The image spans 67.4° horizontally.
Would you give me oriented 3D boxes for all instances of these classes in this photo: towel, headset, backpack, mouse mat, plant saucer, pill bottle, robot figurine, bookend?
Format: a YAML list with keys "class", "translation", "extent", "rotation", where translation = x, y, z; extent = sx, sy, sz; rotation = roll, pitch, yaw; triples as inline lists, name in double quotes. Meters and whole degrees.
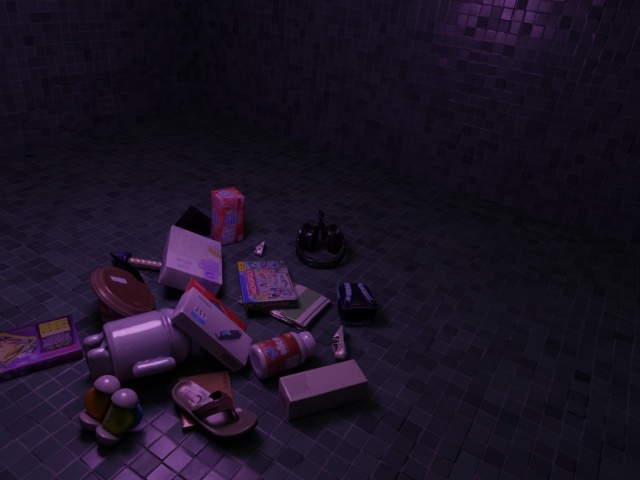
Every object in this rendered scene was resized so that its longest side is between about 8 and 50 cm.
- class: "towel"
  translation: [-0.144, 0.249, 1.998]
  extent: [0.324, 0.038, 0.248]
  rotation: [19, 31, 23]
- class: "headset"
  translation: [0.000, 0.000, 2.397]
  extent: [0.243, 0.185, 0.394]
  rotation: [2, 45, -1]
- class: "backpack"
  translation: [0.140, 0.252, 1.966]
  extent: [0.158, 0.117, 0.173]
  rotation: [0, 31, -11]
- class: "mouse mat"
  translation: [-0.779, 0.132, 1.959]
  extent: [0.189, 0.153, 0.007]
  rotation: [26, 54, 29]
- class: "plant saucer"
  translation: [-0.730, 0.193, 1.801]
  extent: [0.278, 0.041, 0.278]
  rotation: [42, 8, -8]
- class: "pill bottle"
  translation: [-0.129, 0.390, 1.671]
  extent: [0.216, 0.121, 0.121]
  rotation: [-14, 36, -31]
- class: "robot figurine"
  translation: [-0.580, 0.342, 1.584]
  extent: [0.353, 0.200, 0.300]
  rotation: [-13, 36, -30]
- class: "bookend"
  translation: [-0.623, -0.067, 2.385]
  extent: [0.072, 0.156, 0.157]
  rotation: [37, -3, 41]

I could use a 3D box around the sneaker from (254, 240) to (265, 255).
- class: "sneaker"
  translation: [-0.295, 0.034, 2.330]
  extent: [0.043, 0.040, 0.109]
  rotation: [5, 30, 2]

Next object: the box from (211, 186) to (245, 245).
- class: "box"
  translation: [-0.454, -0.118, 2.341]
  extent: [0.128, 0.257, 0.122]
  rotation: [-15, 38, -32]

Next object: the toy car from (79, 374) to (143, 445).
- class: "toy car"
  translation: [-0.598, 0.493, 1.407]
  extent: [0.182, 0.159, 0.136]
  rotation: [23, -3, 27]

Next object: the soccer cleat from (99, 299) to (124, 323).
- class: "soccer cleat"
  translation: [-0.815, 0.190, 1.879]
  extent: [0.108, 0.116, 0.318]
  rotation: [-6, 32, -19]

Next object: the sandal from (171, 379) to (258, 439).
- class: "sandal"
  translation: [-0.328, 0.497, 1.438]
  extent: [0.302, 0.086, 0.120]
  rotation: [19, 32, 21]

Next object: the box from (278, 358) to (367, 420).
- class: "box"
  translation: [0.007, 0.484, 1.566]
  extent: [0.275, 0.094, 0.113]
  rotation: [-6, 33, -22]

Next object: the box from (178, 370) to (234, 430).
- class: "box"
  translation: [-0.362, 0.505, 1.527]
  extent: [0.164, 0.021, 0.201]
  rotation: [-4, 32, -18]

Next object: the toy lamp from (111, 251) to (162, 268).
- class: "toy lamp"
  translation: [-0.768, 0.099, 2.088]
  extent: [0.274, 0.080, 0.080]
  rotation: [9, 30, 2]

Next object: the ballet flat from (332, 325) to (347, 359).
- class: "ballet flat"
  translation: [0.070, 0.379, 1.799]
  extent: [0.052, 0.057, 0.168]
  rotation: [-3, 30, 2]

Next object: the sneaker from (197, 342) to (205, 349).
- class: "sneaker"
  translation: [-0.406, 0.336, 1.770]
  extent: [0.053, 0.061, 0.152]
  rotation: [10, 29, 9]

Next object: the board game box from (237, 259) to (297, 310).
- class: "board game box"
  translation: [-0.232, 0.182, 2.021]
  extent: [0.213, 0.046, 0.317]
  rotation: [-1, 28, -15]

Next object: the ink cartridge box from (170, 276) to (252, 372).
- class: "ink cartridge box"
  translation: [-0.362, 0.277, 1.687]
  extent: [0.296, 0.066, 0.261]
  rotation: [47, 21, -21]

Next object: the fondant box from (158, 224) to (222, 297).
- class: "fondant box"
  translation: [-0.547, 0.088, 2.048]
  extent: [0.238, 0.096, 0.330]
  rotation: [22, 25, -24]

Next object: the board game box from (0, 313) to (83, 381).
- class: "board game box"
  translation: [-1.004, 0.368, 1.610]
  extent: [0.346, 0.056, 0.208]
  rotation: [-13, 31, -30]
